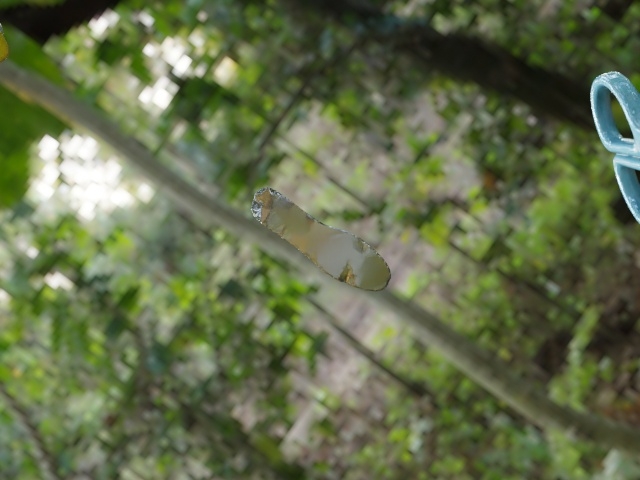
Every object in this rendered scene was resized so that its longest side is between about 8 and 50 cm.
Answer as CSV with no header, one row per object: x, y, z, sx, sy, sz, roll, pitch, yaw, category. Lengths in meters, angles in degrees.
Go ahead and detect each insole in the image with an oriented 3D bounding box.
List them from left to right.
0.000,0.000,2.189,0.064,0.188,0.004,-62,-12,28,insole

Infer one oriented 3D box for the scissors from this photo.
0.386,-0.077,1.976,0.029,0.192,0.447,-22,11,-9,scissors

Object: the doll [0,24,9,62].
-0.436,-0.204,2.061,0.316,0.103,0.145,6,59,56,doll
